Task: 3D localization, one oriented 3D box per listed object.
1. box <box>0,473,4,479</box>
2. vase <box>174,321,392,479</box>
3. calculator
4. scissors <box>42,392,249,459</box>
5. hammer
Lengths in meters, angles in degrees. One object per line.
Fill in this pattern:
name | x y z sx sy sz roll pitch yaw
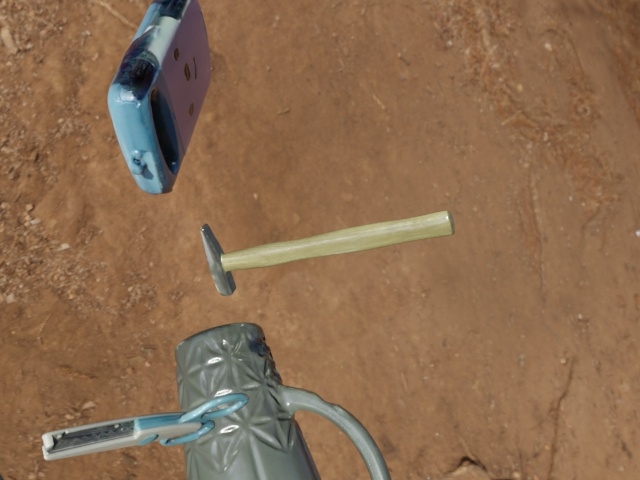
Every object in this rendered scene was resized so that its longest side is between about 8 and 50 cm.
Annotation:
box | -0.573 0.388 0.811 0.149 0.226 0.226 -35 104 -59
vase | -0.061 0.237 0.599 0.156 0.251 0.300 48 21 -65
calculator | -0.194 -0.193 0.729 0.172 0.051 0.292 90 6 -53
scissors | -0.089 0.099 0.302 0.119 0.058 0.014 13 42 -55
hammer | 0.000 0.000 0.438 0.013 0.199 0.062 -58 133 -61
